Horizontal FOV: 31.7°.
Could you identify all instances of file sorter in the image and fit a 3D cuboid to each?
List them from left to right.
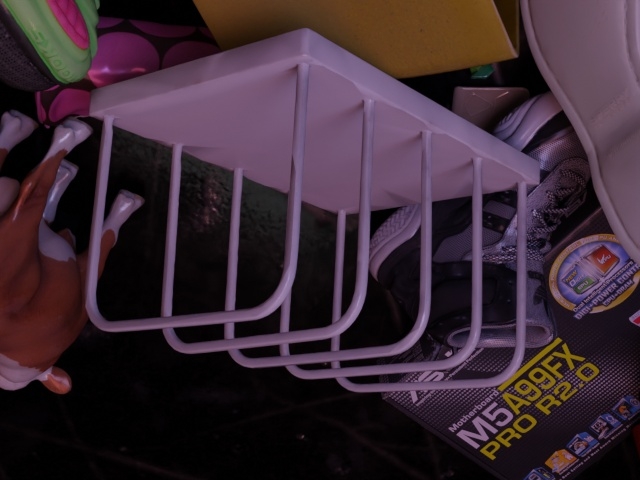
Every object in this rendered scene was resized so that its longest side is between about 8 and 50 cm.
[{"bbox_3d":[0.000,0.000,0.782,0.193,0.173,0.278,-9,161,38],"label":"file sorter"}]

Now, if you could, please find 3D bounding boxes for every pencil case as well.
[{"bbox_3d":[-0.110,-0.117,0.860,0.209,0.095,0.098,7,130,-10],"label":"pencil case"}]

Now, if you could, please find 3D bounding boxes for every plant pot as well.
[{"bbox_3d":[0.007,-0.223,0.753,0.187,0.212,0.212,-17,121,22],"label":"plant pot"}]

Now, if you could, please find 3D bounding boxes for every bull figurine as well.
[{"bbox_3d":[-0.224,0.019,0.864,0.101,0.310,0.188,23,78,3],"label":"bull figurine"}]

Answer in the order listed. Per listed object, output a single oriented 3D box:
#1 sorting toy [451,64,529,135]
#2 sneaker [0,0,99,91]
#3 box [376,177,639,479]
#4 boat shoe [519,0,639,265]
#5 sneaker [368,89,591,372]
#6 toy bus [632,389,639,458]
[{"bbox_3d":[0.139,-0.113,0.926,0.062,0.012,0.083,2,124,0],"label":"sorting toy"},{"bbox_3d":[-0.356,-0.243,0.723,0.483,0.185,0.202,34,112,-10],"label":"sneaker"},{"bbox_3d":[0.220,0.098,1.029,0.216,0.060,0.270,37,111,-24],"label":"box"},{"bbox_3d":[0.230,-0.124,0.810,0.091,0.305,0.109,-5,161,-33],"label":"boat shoe"},{"bbox_3d":[0.169,-0.005,0.900,0.269,0.153,0.101,-39,145,20],"label":"sneaker"},{"bbox_3d":[0.338,0.171,0.936,0.104,0.191,0.202,-9,121,0],"label":"toy bus"}]
